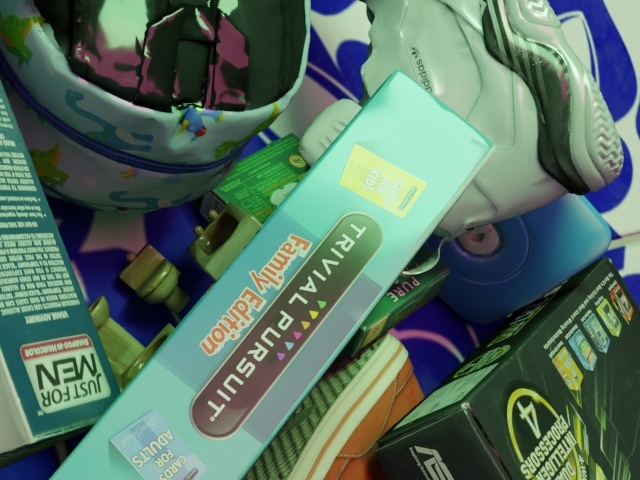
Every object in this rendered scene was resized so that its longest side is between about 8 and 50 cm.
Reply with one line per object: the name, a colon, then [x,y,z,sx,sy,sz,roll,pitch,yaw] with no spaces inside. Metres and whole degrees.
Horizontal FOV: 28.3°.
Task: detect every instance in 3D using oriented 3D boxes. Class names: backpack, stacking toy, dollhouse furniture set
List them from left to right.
backpack: [-0.139,-0.196,0.922,0.290,0.273,0.356,7,46,-36]
dollhouse furniture set: [-0.131,0.009,0.884,0.123,0.144,0.151,43,87,-13]
stacking toy: [0.180,-0.085,1.176,0.166,0.175,0.302,44,39,-11]

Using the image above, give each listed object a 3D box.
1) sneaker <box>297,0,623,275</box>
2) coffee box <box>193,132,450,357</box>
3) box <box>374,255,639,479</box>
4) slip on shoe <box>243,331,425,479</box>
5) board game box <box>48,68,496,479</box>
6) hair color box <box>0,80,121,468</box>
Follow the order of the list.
sneaker: [0.052,-0.156,0.961,0.210,0.137,0.366,-32,86,2]
coffee box: [0.000,0.000,1.010,0.184,0.040,0.113,41,46,18]
box: [0.229,0.213,1.031,0.318,0.097,0.395,61,30,1]
slip on shoe: [-0.012,0.195,0.915,0.101,0.123,0.331,54,44,-10]
board game box: [-0.049,0.085,0.776,0.079,0.254,0.336,38,68,3]
hair color box: [-0.268,-0.020,0.761,0.105,0.173,0.347,-3,70,-68]
